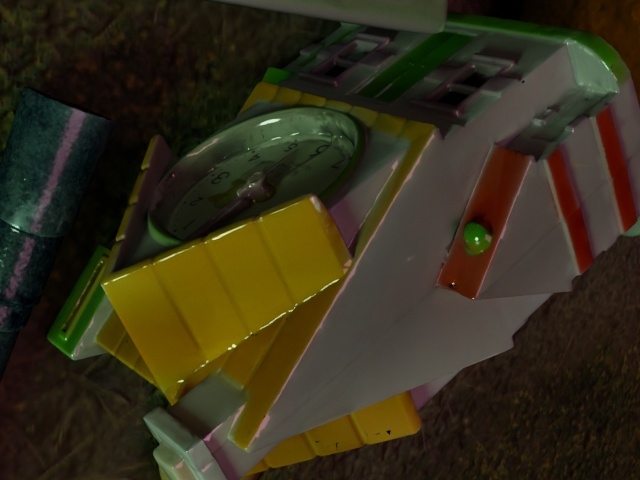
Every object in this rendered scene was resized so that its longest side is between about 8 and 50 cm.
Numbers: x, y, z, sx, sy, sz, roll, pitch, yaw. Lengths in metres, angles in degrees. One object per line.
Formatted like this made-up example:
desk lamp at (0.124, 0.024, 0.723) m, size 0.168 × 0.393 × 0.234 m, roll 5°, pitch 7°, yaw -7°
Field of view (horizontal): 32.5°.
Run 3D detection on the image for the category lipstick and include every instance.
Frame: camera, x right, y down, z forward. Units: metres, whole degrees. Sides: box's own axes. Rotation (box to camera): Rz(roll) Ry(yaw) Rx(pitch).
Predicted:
lipstick at (-0.181, 0.032, 0.614) m, size 0.053 × 0.053 × 0.234 m, roll 19°, pitch 93°, yaw -41°

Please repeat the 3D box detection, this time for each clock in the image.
clock at (0.000, 0.000, 0.627) m, size 0.309 × 0.235 × 0.166 m, roll -40°, pitch 126°, yaw -22°

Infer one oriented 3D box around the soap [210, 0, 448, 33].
soap at (-0.027, -0.219, 0.599) m, size 0.199 × 0.138 × 0.182 m, roll 1°, pitch 104°, yaw -39°

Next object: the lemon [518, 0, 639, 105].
lemon at (0.238, -0.139, 0.804) m, size 0.192 × 0.192 × 0.231 m, roll -26°, pitch 117°, yaw -30°

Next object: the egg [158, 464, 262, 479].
egg at (-0.073, 0.142, 0.722) m, size 0.071 × 0.071 × 0.083 m, roll 21°, pitch 97°, yaw -41°
